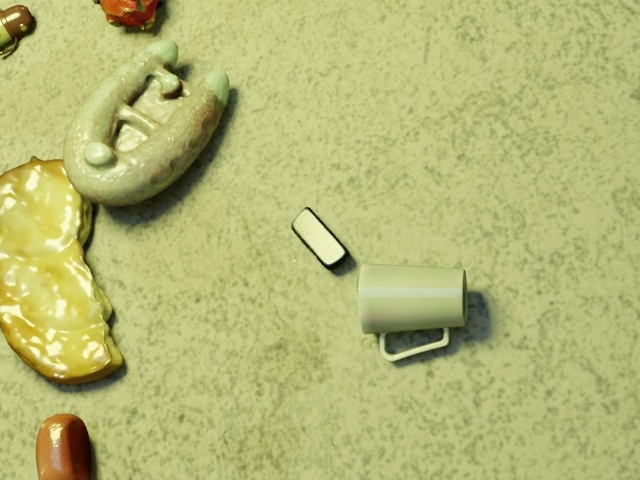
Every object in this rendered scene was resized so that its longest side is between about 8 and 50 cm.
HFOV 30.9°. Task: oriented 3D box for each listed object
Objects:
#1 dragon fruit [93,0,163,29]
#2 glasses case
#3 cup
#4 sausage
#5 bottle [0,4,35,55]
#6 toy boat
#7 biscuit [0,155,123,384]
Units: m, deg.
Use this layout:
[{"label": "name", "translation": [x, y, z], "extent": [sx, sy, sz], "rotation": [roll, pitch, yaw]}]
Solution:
[{"label": "dragon fruit", "translation": [-0.252, -0.317, 1.485], "extent": [0.116, 0.081, 0.086], "rotation": [23, 72, 48]}, {"label": "glasses case", "translation": [0.000, 0.000, 1.307], "extent": [0.033, 0.023, 0.083], "rotation": [-44, 61, 5]}, {"label": "cup", "translation": [0.096, 0.076, 1.228], "extent": [0.116, 0.074, 0.104], "rotation": [0, 92, 12]}, {"label": "sausage", "translation": [-0.285, 0.237, 1.274], "extent": [0.054, 0.059, 0.094], "rotation": [-22, 66, 27]}, {"label": "bottle", "translation": [-0.430, -0.282, 1.541], "extent": [0.101, 0.063, 0.047], "rotation": [-27, 32, 1]}, {"label": "toy boat", "translation": [-0.214, -0.142, 1.375], "extent": [0.155, 0.085, 0.227], "rotation": [34, 72, 13]}, {"label": "biscuit", "translation": [-0.327, 0.037, 1.377], "extent": [0.154, 0.045, 0.299], "rotation": [-17, 65, 7]}]
